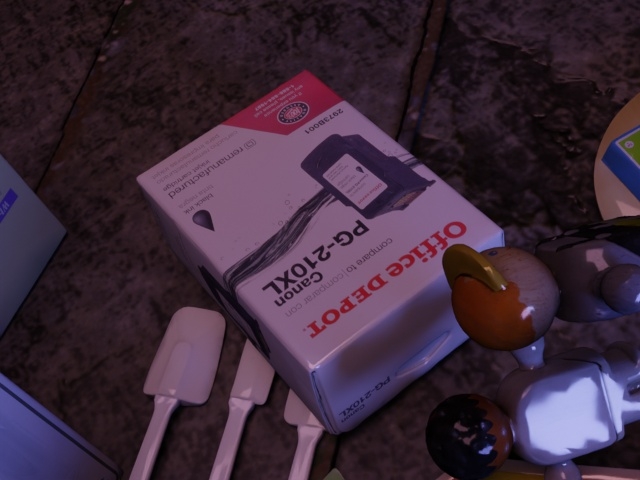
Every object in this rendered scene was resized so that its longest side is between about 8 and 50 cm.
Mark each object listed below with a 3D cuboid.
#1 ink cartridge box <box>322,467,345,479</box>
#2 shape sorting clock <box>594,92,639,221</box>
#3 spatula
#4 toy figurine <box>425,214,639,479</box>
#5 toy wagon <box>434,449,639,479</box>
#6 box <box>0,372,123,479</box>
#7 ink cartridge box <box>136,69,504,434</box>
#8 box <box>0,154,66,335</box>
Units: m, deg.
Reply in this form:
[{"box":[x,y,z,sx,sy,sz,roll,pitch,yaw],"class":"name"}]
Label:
[{"box":[-0.017,0.234,0.487,0.171,0.056,0.235,-44,32,-2],"class":"ink cartridge box"},{"box":[0.310,-0.047,0.669,0.206,0.040,0.206,-6,60,11],"class":"shape sorting clock"},{"box":[-0.073,0.163,0.663,0.168,0.019,0.242,8,61,15],"class":"spatula"},{"box":[0.139,0.107,0.430,0.148,0.213,0.209,-17,54,-12],"class":"toy figurine"},{"box":[0.190,0.237,0.501,0.345,0.068,0.267,1,58,18],"class":"toy wagon"},{"box":[-0.246,0.160,0.547,0.087,0.290,0.169,7,61,20],"class":"box"},{"box":[0.000,0.000,0.687,0.172,0.100,0.237,-35,54,-15],"class":"ink cartridge box"},{"box":[-0.352,0.002,0.711,0.117,0.243,0.213,13,63,24],"class":"box"}]
